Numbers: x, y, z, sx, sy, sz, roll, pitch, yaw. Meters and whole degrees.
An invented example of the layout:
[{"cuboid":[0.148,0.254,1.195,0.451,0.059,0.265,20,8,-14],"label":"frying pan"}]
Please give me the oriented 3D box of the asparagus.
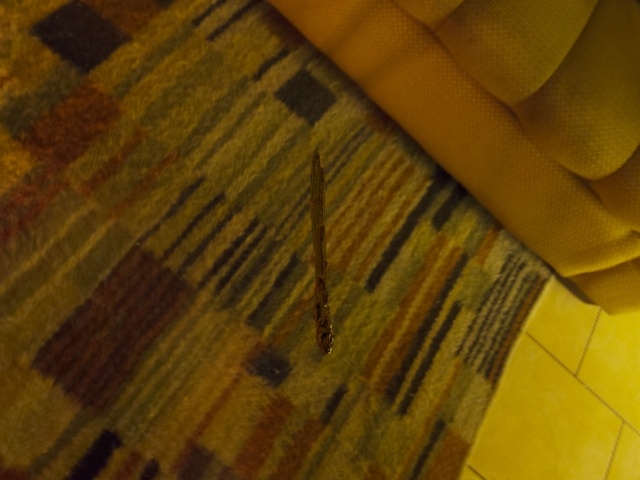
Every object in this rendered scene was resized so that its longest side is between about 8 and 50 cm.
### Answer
[{"cuboid":[0.000,0.000,0.430,0.016,0.013,0.166,13,55,-21],"label":"asparagus"}]
